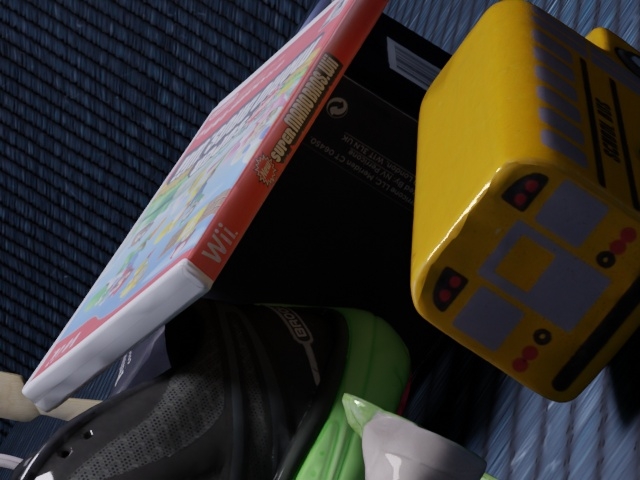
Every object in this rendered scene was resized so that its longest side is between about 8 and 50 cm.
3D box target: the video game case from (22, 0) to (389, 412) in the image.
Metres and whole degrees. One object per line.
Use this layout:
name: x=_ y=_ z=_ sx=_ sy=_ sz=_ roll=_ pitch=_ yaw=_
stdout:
video game case: x=-0.067 y=-0.033 z=1.234 sx=0.204 sy=0.025 sz=0.285 roll=-36 pitch=18 yaw=47

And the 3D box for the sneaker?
sneaker: x=-0.104 y=0.215 z=1.131 sx=0.483 sy=0.202 sz=0.185 roll=-61 pitch=-15 yaw=-45

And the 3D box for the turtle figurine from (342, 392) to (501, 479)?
turtle figurine: x=-0.021 y=0.202 z=0.864 sx=0.266 sy=0.197 sz=0.274 roll=-61 pitch=14 yaw=-8

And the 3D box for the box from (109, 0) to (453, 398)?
box: x=0.000 y=0.000 z=1.464 sx=0.294 sy=0.182 sz=0.296 roll=-57 pitch=9 yaw=15

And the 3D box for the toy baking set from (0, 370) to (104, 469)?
toy baking set: x=-0.139 y=0.188 z=1.320 sx=0.196 sy=0.256 sz=0.030 roll=-19 pitch=11 yaw=10

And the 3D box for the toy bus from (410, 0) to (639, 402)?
toy bus: x=0.125 y=-0.037 z=1.079 sx=0.108 sy=0.130 sz=0.333 roll=-54 pitch=10 yaw=21
